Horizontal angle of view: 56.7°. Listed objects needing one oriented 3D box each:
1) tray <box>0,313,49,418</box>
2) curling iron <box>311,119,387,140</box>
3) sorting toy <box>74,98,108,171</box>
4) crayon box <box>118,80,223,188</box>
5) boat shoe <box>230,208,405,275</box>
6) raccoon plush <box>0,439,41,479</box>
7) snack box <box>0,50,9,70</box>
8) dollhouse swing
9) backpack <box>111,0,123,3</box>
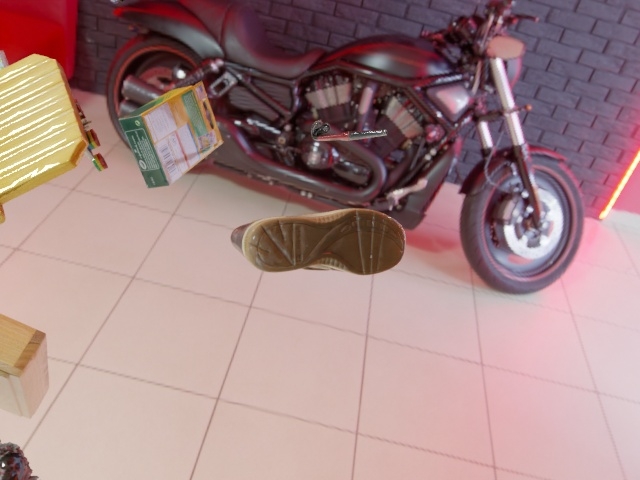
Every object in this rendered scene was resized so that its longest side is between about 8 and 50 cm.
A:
[{"bbox_3d":[-0.552,0.191,0.952,0.203,0.411,0.076,27,58,-10],"label":"tray"},{"bbox_3d":[0.087,-0.355,1.939,0.274,0.068,0.035,9,22,28],"label":"curling iron"},{"bbox_3d":[-0.611,-0.301,1.494,0.046,0.274,0.132,-27,59,-6],"label":"sorting toy"},{"bbox_3d":[-0.413,-0.306,1.687,0.083,0.203,0.323,-4,27,24],"label":"crayon box"},{"bbox_3d":[0.000,0.000,1.089,0.342,0.123,0.123,-3,8,-32],"label":"boat shoe"},{"bbox_3d":[-0.593,0.413,0.789,0.446,0.216,0.299,3,19,25],"label":"raccoon plush"},{"bbox_3d":[-0.886,-0.431,1.609,0.100,0.141,0.037,-14,16,1],"label":"snack box"},{"bbox_3d":[-0.659,-0.229,1.052,0.346,0.305,0.315,63,13,26],"label":"dollhouse swing"},{"bbox_3d":[-0.387,-0.513,1.092,0.084,0.105,0.114,-12,-16,24],"label":"backpack"}]
